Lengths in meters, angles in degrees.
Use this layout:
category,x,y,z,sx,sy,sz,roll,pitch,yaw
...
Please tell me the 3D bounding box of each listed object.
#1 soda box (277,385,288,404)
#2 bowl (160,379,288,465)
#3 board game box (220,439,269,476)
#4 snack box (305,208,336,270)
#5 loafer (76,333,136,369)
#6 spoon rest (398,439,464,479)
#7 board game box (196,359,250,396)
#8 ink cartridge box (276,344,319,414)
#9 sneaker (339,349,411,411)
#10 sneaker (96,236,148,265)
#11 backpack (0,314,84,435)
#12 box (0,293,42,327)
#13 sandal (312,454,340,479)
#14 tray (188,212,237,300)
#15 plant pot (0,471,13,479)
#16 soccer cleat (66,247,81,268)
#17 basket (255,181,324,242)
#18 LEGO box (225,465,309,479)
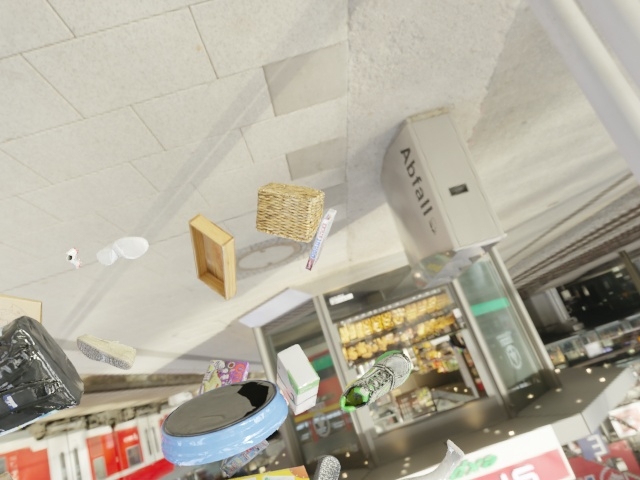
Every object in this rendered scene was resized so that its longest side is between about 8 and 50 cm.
category,x,y,z,sx,sy,sz,roll,pitch,yaw
soda box,-0.181,0.711,1.875,0.061,0.181,0.058,30,159,-15
bowl,-0.298,0.543,1.350,0.392,0.077,0.391,-13,-176,1
board game box,-0.291,0.815,1.754,0.194,0.060,0.194,-36,-167,12
snack box,0.000,0.000,1.193,0.064,0.022,0.178,-56,169,-54
loafer,-0.926,0.475,1.894,0.092,0.269,0.101,-65,180,-57
spoon rest,0.286,0.678,1.192,0.276,0.137,0.084,-38,134,-16
board game box,-0.479,0.732,2.054,0.209,0.346,0.056,2,135,12
ink cartridge box,-0.087,0.519,1.614,0.093,0.160,0.219,-20,140,-25
sneaker,0.216,0.563,1.697,0.343,0.134,0.146,-45,167,13
sneaker,-0.639,0.015,1.433,0.213,0.080,0.094,-14,-153,25
backpack,-0.875,0.391,1.167,0.356,0.289,0.273,-32,-164,-16
box,-1.161,0.276,1.639,0.202,0.021,0.164,13,119,-13
sandal,-0.013,0.783,1.313,0.054,0.097,0.254,-40,-166,53
tray,-0.473,0.084,1.944,0.076,0.203,0.410,-44,158,-34
plant pot,-0.726,0.588,0.864,0.238,0.109,0.237,-34,174,-4
soccer cleat,-0.740,0.057,1.302,0.035,0.029,0.083,-48,164,-48
basket,-0.143,-0.145,2.111,0.300,0.222,0.213,12,-158,16
LEGO box,-0.293,1.056,1.554,0.501,0.193,0.371,1,112,-22
